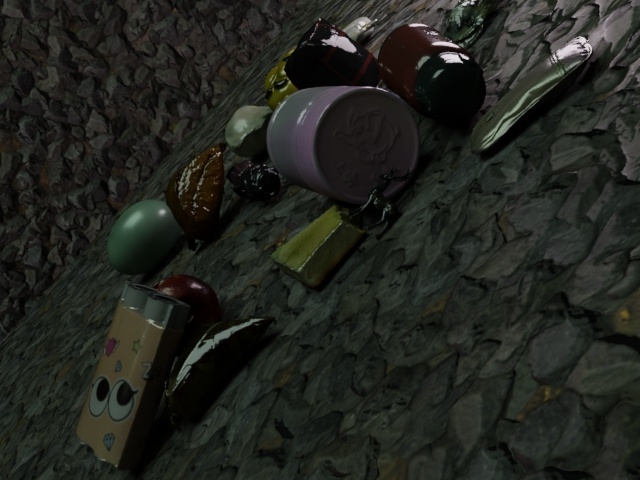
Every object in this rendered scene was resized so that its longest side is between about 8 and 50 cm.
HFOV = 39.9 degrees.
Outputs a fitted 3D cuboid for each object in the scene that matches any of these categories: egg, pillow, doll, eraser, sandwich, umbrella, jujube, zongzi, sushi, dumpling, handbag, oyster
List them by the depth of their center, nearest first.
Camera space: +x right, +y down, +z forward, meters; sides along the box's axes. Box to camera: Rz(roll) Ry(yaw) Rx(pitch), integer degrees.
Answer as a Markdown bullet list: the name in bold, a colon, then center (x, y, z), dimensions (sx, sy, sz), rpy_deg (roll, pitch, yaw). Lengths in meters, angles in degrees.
- **pillow**: center (0.316, -0.222, 1.338), dimensions (0.232, 0.038, 0.131), rpy_deg (-40, 17, 24)
- **zongzi**: center (-0.169, 0.211, 1.458), dimensions (0.184, 0.084, 0.187), rpy_deg (-14, 43, 40)
- **eraser**: center (-0.327, 0.230, 1.533), dimensions (0.171, 0.087, 0.291), rpy_deg (18, 89, 46)
- **sandwich**: center (0.000, 0.000, 1.541), dimensions (0.162, 0.058, 0.193), rpy_deg (-48, 17, -9)
- **jujube**: center (-0.269, 0.138, 1.702), dimensions (0.155, 0.155, 0.230), rpy_deg (-47, 10, -2)
- **oyster**: center (0.328, -0.490, 1.811), dimensions (0.252, 0.087, 0.199), rpy_deg (-53, 16, 21)
- **handbag**: center (0.036, -0.380, 1.977), dimensions (0.155, 0.215, 0.169), rpy_deg (-41, 15, 41)
- **umbrella**: center (-0.169, -0.145, 2.125), dimensions (0.094, 0.090, 0.326), rpy_deg (-53, 20, -7)
- **sushi**: center (-0.313, -0.125, 2.199), dimensions (0.140, 0.148, 0.287), rpy_deg (91, -177, -74)
- **doll**: center (0.003, -0.468, 2.311), dimensions (0.348, 0.161, 0.423), rpy_deg (-40, 13, 8)
- **egg**: center (-0.478, -0.007, 2.379), dimensions (0.231, 0.168, 0.168), rpy_deg (-49, 19, 10)
- **dumpling**: center (-0.183, -0.303, 2.410), dimensions (0.162, 0.132, 0.250), rpy_deg (-51, 2, 14)

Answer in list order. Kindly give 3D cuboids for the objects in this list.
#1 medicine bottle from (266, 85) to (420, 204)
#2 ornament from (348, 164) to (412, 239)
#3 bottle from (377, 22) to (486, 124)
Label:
- **medicine bottle**: center (0.033, -0.177, 1.593), dimensions (0.202, 0.202, 0.316), rpy_deg (-48, 19, -4)
- **ornament**: center (0.109, -0.069, 1.439), dimensions (0.125, 0.073, 0.028), rpy_deg (-46, -20, -9)
- **bottle**: center (0.202, -0.292, 1.573), dimensions (0.144, 0.144, 0.336), rpy_deg (-43, 22, 10)
